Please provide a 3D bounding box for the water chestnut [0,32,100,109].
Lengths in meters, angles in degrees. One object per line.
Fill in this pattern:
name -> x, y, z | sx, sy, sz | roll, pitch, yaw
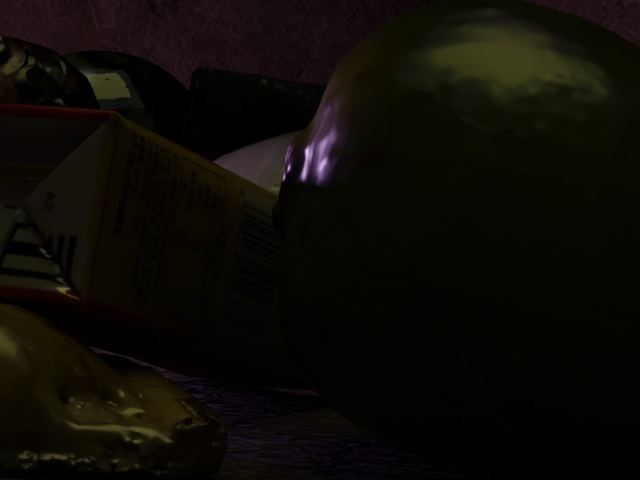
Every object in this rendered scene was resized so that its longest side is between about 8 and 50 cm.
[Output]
water chestnut -> -0.334, -0.065, 1.755 | 0.289, 0.289, 0.244 | 2, -1, -32

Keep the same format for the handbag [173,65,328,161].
handbag -> -0.058, -0.036, 1.706 | 0.175, 0.270, 0.089 | 2, 37, -17

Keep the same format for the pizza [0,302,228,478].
pizza -> -0.145, 0.074, 1.007 | 0.188, 0.081, 0.204 | 0, 6, -39

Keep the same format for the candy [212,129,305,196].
candy -> 0.000, 0.000, 1.555 | 0.295, 0.185, 0.295 | 1, 6, 0

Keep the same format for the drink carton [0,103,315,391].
drink carton -> -0.102, 0.014, 1.197 | 0.154, 0.111, 0.351 | 5, -9, 27

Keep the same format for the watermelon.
watermelon -> -0.234, -0.070, 2.013 | 0.269, 0.269, 0.269 | 4, 3, 0

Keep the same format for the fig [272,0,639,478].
fig -> 0.134, 0.008, 1.052 | 0.326, 0.258, 0.258 | 15, 5, 11
